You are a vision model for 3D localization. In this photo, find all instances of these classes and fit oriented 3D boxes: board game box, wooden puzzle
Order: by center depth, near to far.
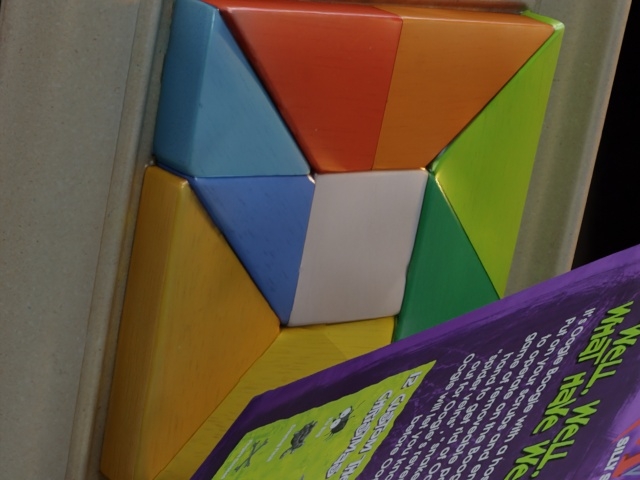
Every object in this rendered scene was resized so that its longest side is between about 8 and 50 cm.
[{"bbox_3d":[-0.031,0.132,0.316,0.208,0.056,0.347,-32,-165,51],"label":"board game box"},{"bbox_3d":[0.000,0.000,0.615,0.044,0.238,0.221,29,-66,47],"label":"wooden puzzle"}]
